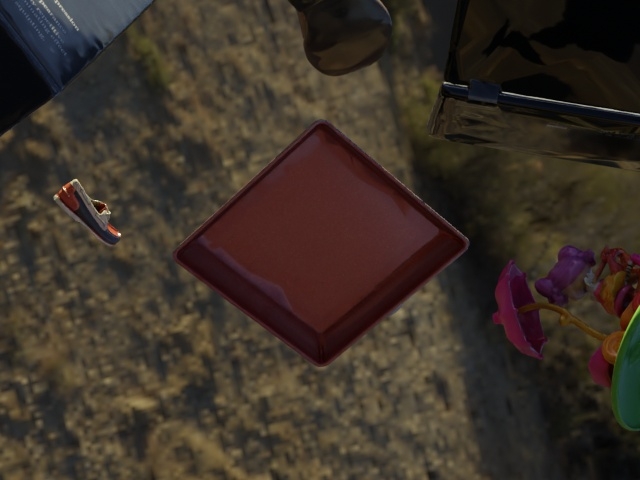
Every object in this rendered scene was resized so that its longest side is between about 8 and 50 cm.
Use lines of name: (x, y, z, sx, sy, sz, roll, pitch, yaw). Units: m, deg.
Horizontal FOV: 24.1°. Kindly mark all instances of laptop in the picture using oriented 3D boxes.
laptop: (0.325, -0.220, 1.533, 0.408, 0.382, 0.236, 85, 15, -84)

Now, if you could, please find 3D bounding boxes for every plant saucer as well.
plant saucer: (0.000, 0.000, 1.793, 0.258, 0.259, 0.048, 38, 24, -26)

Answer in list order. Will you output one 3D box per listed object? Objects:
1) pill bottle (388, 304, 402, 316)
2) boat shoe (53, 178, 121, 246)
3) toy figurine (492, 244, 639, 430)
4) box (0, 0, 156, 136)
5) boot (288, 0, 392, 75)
pill bottle: (0.015, 0.057, 1.994, 0.186, 0.112, 0.112, -6, 80, -39)
boat shoe: (-0.322, -0.038, 2.121, 0.049, 0.043, 0.137, 46, 0, 44)
toy figurine: (0.222, 0.049, 1.221, 0.173, 0.159, 0.130, -52, 140, -19)
box: (-0.372, -0.268, 1.533, 0.293, 0.212, 0.395, 53, 21, -13)
boot: (0.008, -0.300, 1.787, 0.305, 0.112, 0.115, 58, 10, -64)
